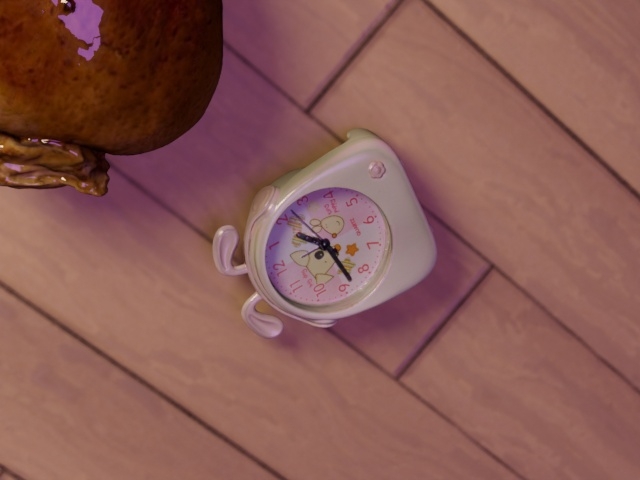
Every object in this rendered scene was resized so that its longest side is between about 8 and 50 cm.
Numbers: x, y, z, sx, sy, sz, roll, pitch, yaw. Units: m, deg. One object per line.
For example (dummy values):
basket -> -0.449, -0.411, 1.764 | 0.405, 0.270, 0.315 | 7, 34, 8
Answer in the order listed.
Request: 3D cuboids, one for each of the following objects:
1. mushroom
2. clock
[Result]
mushroom -> -0.195, -0.170, 1.327 | 0.263, 0.195, 0.283 | -6, 114, -37
clock -> 0.000, 0.000, 1.521 | 0.191, 0.062, 0.151 | -28, 115, -6
